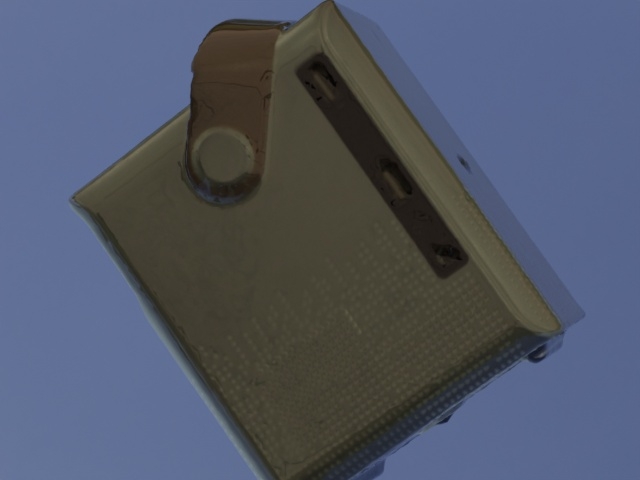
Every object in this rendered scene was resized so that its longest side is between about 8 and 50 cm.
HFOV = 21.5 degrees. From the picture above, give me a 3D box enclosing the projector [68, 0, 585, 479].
[{"bbox_3d":[0.000,0.000,0.891,0.177,0.242,0.163,-35,174,11],"label":"projector"}]
